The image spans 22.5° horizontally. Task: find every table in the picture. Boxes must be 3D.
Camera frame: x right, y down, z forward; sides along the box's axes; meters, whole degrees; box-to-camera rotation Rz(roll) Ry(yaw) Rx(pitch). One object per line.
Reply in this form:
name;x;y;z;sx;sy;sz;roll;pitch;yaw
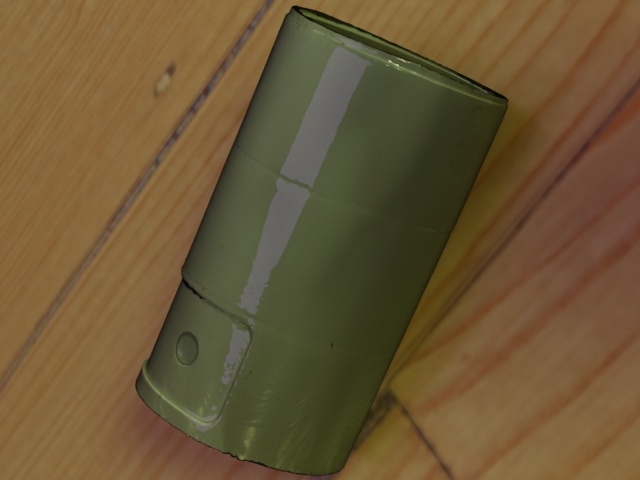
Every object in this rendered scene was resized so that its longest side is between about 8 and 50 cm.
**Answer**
table;0.000;0.000;0.857;0.126;0.126;0.220;33;105;42
